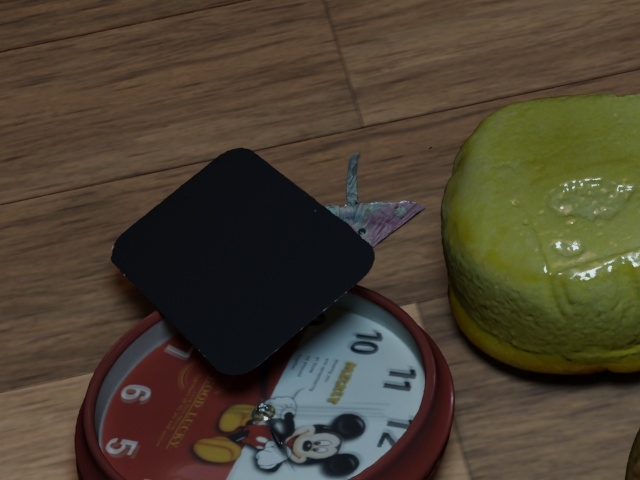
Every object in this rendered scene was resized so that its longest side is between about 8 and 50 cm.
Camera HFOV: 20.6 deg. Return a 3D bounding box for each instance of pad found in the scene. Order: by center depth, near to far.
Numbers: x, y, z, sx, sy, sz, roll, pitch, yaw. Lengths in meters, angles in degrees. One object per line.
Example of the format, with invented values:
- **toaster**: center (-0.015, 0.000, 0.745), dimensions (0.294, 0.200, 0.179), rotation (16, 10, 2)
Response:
- **pad**: center (-0.003, -0.020, 1.555), dimensions (0.323, 0.055, 0.250), rotation (-25, 38, -21)

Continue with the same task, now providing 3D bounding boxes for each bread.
- **bread**: center (0.228, -0.011, 1.521), dimensions (0.270, 0.148, 0.270), rotation (-8, 45, 8)

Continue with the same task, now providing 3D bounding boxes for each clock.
- **clock**: center (-0.047, 0.147, 1.455), dimensions (0.318, 0.080, 0.318), rotation (-6, 37, 4)

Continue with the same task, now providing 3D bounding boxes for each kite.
- **kite**: center (0.030, -0.031, 1.676), dimensions (0.139, 0.011, 0.157), rotation (-1, 46, 5)

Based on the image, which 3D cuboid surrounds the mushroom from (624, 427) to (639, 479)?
- **mushroom**: center (0.363, 0.162, 1.248), dimensions (0.263, 0.283, 0.195), rotation (29, 22, 30)
